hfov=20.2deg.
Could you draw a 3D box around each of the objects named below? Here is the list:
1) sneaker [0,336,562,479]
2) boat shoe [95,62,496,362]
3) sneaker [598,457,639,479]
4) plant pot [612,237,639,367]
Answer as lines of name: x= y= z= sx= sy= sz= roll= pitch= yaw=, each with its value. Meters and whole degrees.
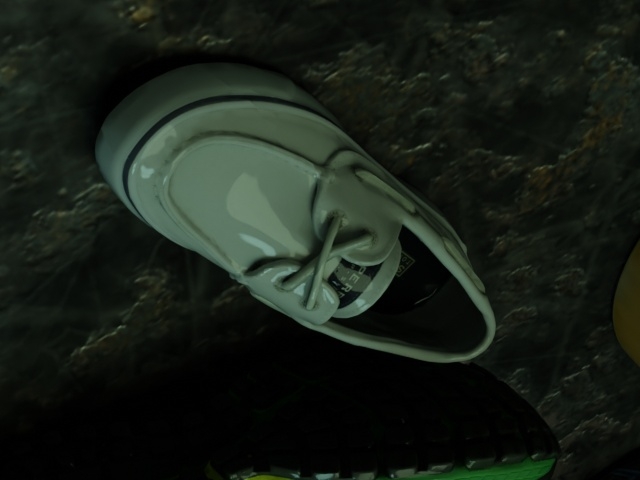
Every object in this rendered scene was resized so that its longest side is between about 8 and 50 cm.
sneaker: x=-0.030 y=0.155 z=0.973 sx=0.343 sy=0.134 sz=0.146 roll=-14 pitch=123 yaw=-16
boat shoe: x=0.000 y=0.000 z=0.884 sx=0.096 sy=0.088 sz=0.267 roll=-45 pitch=142 yaw=8
sneaker: x=0.282 y=0.174 z=1.304 sx=0.211 sy=0.080 sz=0.081 roll=-24 pitch=147 yaw=-2
plant pot: x=0.320 y=0.059 z=1.118 sx=0.205 sy=0.188 sz=0.205 roll=-22 pitch=139 yaw=-20
